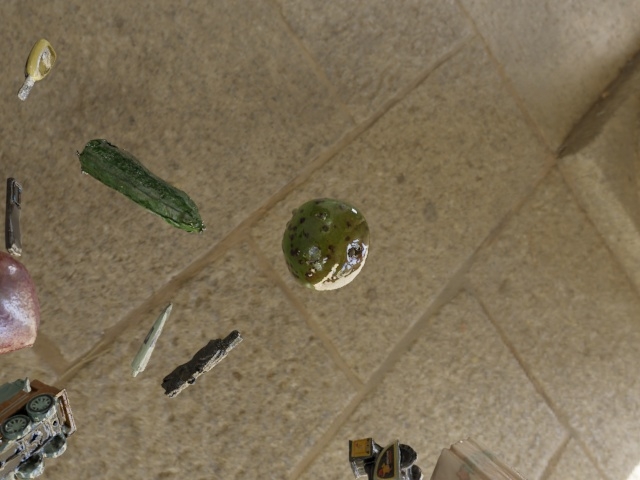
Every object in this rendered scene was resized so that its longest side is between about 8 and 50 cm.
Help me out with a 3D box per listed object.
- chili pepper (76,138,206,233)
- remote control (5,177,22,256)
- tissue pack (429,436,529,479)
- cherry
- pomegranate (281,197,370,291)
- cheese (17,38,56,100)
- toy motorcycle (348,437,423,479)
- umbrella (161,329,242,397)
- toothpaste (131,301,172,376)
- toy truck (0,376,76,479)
[{"bbox_3d":[-0.224,-0.063,0.832,0.059,0.227,0.088,-59,147,0],"label":"chili pepper"},{"bbox_3d":[-0.791,-0.062,1.650,0.028,0.059,0.212,-9,68,-5],"label":"remote control"},{"bbox_3d":[0.212,0.333,0.536,0.071,0.325,0.170,-5,116,-38],"label":"tissue pack"},{"bbox_3d":[-0.368,0.031,0.638,0.107,0.090,0.225,-50,124,-29],"label":"cherry"},{"bbox_3d":[-0.001,0.016,1.587,0.231,0.286,0.231,3,82,-23],"label":"pomegranate"},{"bbox_3d":[-0.736,-0.434,1.646,0.036,0.086,0.162,20,73,0],"label":"cheese"},{"bbox_3d":[0.126,0.501,1.251,0.263,0.157,0.091,-82,157,-59],"label":"toy motorcycle"},{"bbox_3d":[-0.295,0.301,1.599,0.236,0.066,0.059,-39,138,1],"label":"umbrella"},{"bbox_3d":[-0.461,0.273,1.742,0.038,0.060,0.233,28,101,-6],"label":"toothpaste"},{"bbox_3d":[-0.646,0.395,1.190,0.338,0.184,0.133,-39,139,-46],"label":"toy truck"}]
